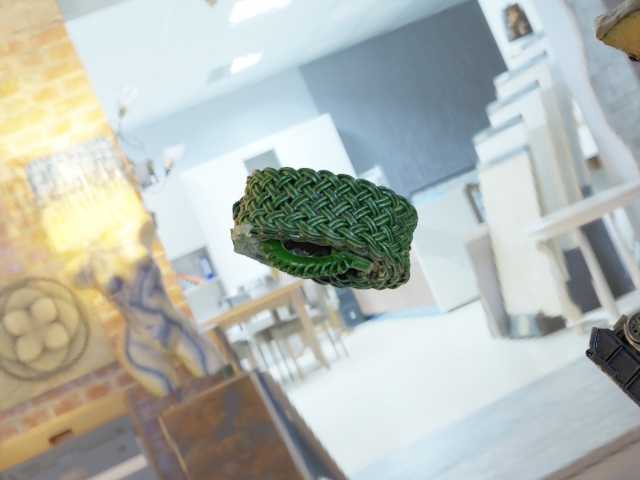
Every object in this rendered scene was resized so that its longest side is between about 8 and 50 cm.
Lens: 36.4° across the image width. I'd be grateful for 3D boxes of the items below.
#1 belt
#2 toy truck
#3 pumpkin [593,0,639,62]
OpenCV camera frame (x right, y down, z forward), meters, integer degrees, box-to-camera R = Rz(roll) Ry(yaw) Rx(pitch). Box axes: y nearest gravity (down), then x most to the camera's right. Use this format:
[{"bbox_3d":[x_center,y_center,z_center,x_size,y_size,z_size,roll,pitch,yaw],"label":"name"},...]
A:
[{"bbox_3d":[0.000,0.000,0.768,0.151,0.079,0.121,15,-19,-2],"label":"belt"},{"bbox_3d":[0.346,0.148,0.936,0.092,0.192,0.083,-52,-38,13],"label":"toy truck"},{"bbox_3d":[0.485,-0.241,1.091,0.169,0.312,0.148,-52,-10,-50],"label":"pumpkin"}]
